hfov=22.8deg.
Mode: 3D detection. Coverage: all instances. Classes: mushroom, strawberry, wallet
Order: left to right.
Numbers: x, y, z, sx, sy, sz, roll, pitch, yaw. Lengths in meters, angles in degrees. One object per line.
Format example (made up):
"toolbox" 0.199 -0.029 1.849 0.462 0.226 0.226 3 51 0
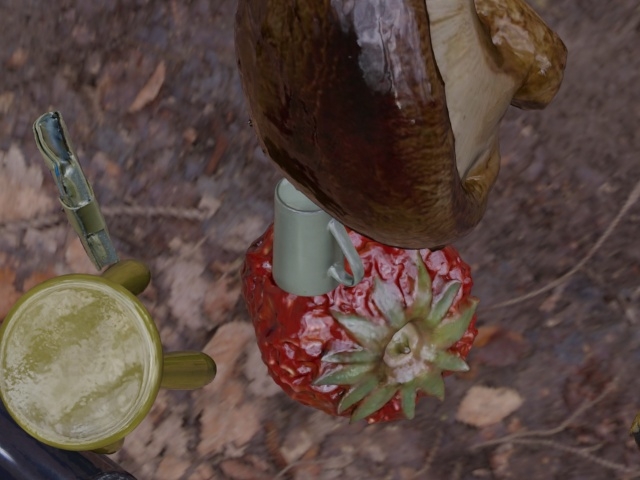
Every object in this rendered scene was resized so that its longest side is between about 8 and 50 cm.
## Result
"wallet" -0.265 -0.050 1.714 0.039 0.155 0.110 -23 37 -6
"strawberry" 0.015 0.045 1.441 0.205 0.244 0.205 -16 124 -25
"mushroom" 0.025 -0.112 0.780 0.194 0.138 0.231 17 74 -55

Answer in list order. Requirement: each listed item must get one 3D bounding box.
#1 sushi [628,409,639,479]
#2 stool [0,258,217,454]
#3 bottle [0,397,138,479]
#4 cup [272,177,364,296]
"sushi" 0.185 0.057 0.668 0.120 0.126 0.026 -17 72 -45
"stool" -0.143 0.078 1.039 0.135 0.110 0.134 8 91 10
"bottle" -0.231 0.154 1.207 0.082 0.244 0.072 -22 126 -39
"cup" -0.006 0.001 1.165 0.054 0.083 0.075 -16 46 -16
